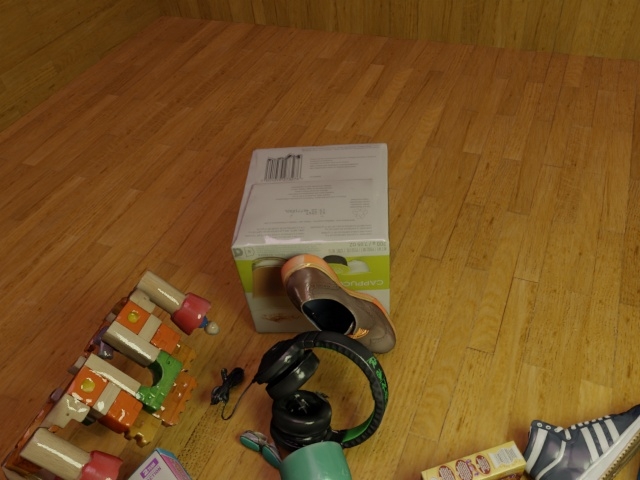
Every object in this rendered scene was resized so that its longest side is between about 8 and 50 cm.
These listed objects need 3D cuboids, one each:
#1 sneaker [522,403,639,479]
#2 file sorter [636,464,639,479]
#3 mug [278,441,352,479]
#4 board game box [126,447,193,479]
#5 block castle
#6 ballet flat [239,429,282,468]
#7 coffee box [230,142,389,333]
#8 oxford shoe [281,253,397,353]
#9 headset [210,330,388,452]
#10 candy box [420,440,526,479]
[{"bbox_3d":[0.507,0.376,1.069,0.282,0.099,0.153,-36,43,-19],"label":"sneaker"},{"bbox_3d":[0.670,0.398,1.031,0.104,0.118,0.170,22,52,22],"label":"file sorter"},{"bbox_3d":[-0.010,0.466,1.060,0.129,0.158,0.097,0,44,-26],"label":"mug"},{"bbox_3d":[-0.272,0.564,0.960,0.242,0.064,0.316,-45,58,-10],"label":"board game box"},{"bbox_3d":[-0.408,0.309,1.142,0.213,0.303,0.453,38,46,-16],"label":"block castle"},{"bbox_3d":[-0.115,0.429,1.162,0.114,0.041,0.041,24,52,27],"label":"ballet flat"},{"bbox_3d":[0.000,0.000,1.368,0.337,0.334,0.338,-1,46,6],"label":"coffee box"},{"bbox_3d":[0.052,0.177,1.193,0.130,0.363,0.133,-40,37,17],"label":"oxford shoe"},{"bbox_3d":[-0.050,0.306,1.165,0.394,0.243,0.185,-11,12,19],"label":"headset"},{"bbox_3d":[0.280,0.446,1.039,0.186,0.109,0.053,-16,45,-9],"label":"candy box"}]
